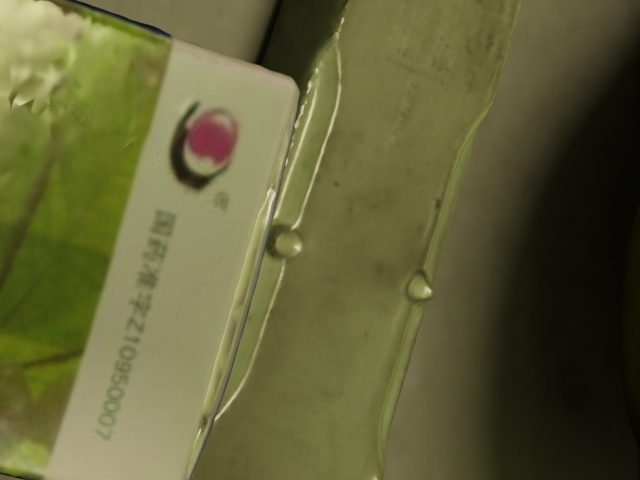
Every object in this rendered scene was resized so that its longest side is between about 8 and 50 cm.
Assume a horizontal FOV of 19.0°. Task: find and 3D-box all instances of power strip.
[{"bbox_3d":[0.002,0.000,0.640,0.080,0.048,0.286,18,89,-36],"label":"power strip"}]

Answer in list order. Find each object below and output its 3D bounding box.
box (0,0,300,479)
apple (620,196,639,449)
[{"bbox_3d":[-0.185,-0.036,0.420,0.299,0.200,0.106,16,89,-34],"label":"box"},{"bbox_3d":[0.226,0.022,0.675,0.262,0.262,0.262,-7,102,-32],"label":"apple"}]
